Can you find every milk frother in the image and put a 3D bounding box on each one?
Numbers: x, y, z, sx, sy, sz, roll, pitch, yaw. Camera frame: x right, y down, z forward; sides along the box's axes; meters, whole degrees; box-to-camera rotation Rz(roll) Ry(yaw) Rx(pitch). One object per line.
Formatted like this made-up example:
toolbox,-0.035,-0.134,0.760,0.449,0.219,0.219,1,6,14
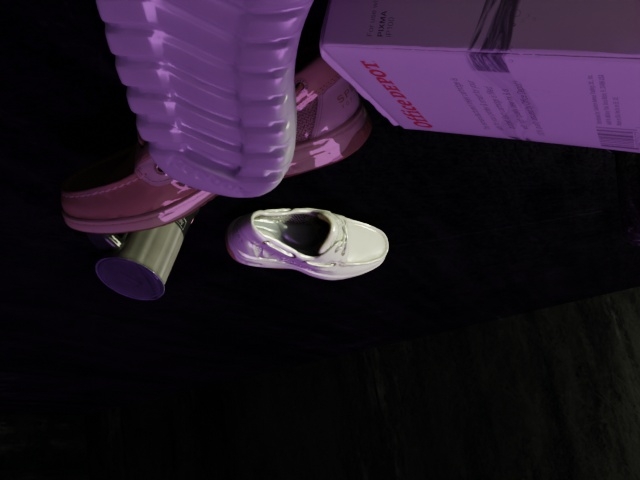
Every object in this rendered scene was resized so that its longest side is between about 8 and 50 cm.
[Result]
milk frother,-0.240,-0.006,0.929,0.129,0.135,0.143,34,139,-21

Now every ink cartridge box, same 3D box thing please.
ink cartridge box,0.170,-0.150,0.557,0.283,0.117,0.207,10,175,25

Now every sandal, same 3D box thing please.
sandal,-0.070,-0.191,0.501,0.169,0.102,0.416,14,143,-3

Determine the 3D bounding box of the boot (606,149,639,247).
boot,0.397,-0.115,0.733,0.348,0.260,0.131,-1,161,-25

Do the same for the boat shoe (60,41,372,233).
boat shoe,-0.124,-0.105,0.759,0.341,0.122,0.110,-18,124,14

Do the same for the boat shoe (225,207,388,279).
boat shoe,0.000,0.000,1.145,0.277,0.098,0.096,2,160,-31
